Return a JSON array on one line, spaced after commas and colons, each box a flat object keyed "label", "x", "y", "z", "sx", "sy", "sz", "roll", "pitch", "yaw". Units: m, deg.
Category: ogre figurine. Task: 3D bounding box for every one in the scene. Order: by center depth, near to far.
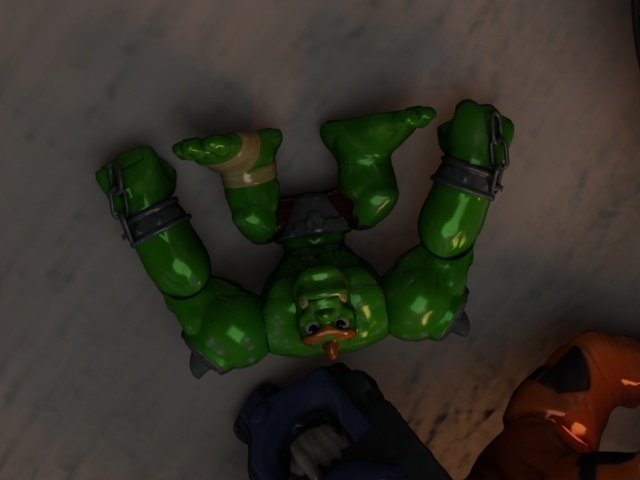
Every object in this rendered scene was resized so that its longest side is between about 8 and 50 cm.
[{"label": "ogre figurine", "x": 0.000, "y": 0.000, "z": 0.953, "sx": 0.197, "sy": 0.097, "sz": 0.118, "roll": -10, "pitch": 93, "yaw": -20}]

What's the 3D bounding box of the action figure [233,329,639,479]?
[{"label": "action figure", "x": 0.106, "y": 0.168, "z": 0.908, "sx": 0.330, "sy": 0.341, "sz": 0.178, "roll": -31, "pitch": 123, "yaw": 3}]

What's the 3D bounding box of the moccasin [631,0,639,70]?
[{"label": "moccasin", "x": 0.283, "y": -0.034, "z": 0.949, "sx": 0.380, "sy": 0.147, "sz": 0.139, "roll": 41, "pitch": 139, "yaw": -22}]
